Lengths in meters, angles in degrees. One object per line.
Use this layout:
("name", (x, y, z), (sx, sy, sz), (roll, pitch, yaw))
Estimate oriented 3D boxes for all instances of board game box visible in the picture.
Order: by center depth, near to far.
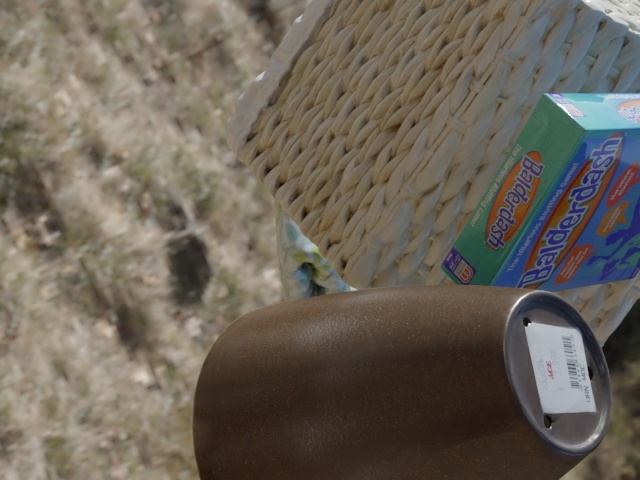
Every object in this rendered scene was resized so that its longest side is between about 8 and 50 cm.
("board game box", (0.204, -0.035, 1.234), (0.210, 0.160, 0.047), (-6, 44, -46))

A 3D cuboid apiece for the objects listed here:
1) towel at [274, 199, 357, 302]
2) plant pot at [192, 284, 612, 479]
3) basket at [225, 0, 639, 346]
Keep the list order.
("towel", (0.000, 0.000, 2.044), (0.374, 0.090, 0.320), (80, 3, -53))
("plant pot", (0.070, 0.115, 1.099), (0.215, 0.230, 0.215), (22, 57, -39))
("basket", (0.155, -0.101, 1.469), (0.328, 0.331, 0.266), (23, 22, -35))
